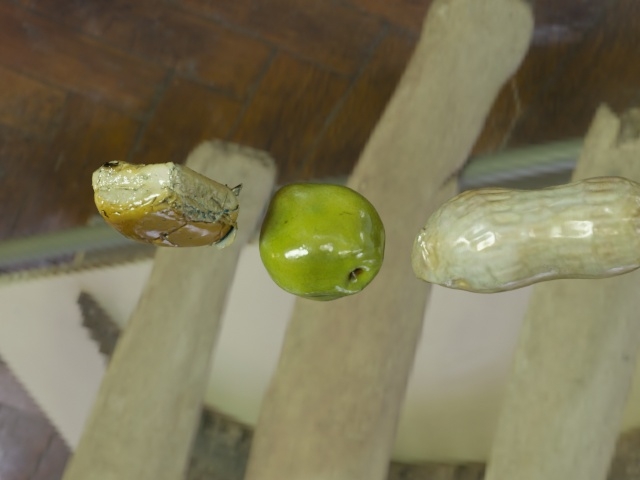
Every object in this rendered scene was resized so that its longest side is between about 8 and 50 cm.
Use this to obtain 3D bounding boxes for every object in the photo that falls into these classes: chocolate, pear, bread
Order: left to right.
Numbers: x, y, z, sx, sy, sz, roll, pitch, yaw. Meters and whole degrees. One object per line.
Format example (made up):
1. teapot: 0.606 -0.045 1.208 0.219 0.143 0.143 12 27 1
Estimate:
1. bread: -0.102 -0.022 1.073 0.072 0.053 0.106 2 168 25
2. pear: 0.000 0.000 1.160 0.092 0.097 0.092 -19 142 -15
3. chocolate: 0.259 -0.009 1.923 0.309 0.134 0.134 -10 134 9
